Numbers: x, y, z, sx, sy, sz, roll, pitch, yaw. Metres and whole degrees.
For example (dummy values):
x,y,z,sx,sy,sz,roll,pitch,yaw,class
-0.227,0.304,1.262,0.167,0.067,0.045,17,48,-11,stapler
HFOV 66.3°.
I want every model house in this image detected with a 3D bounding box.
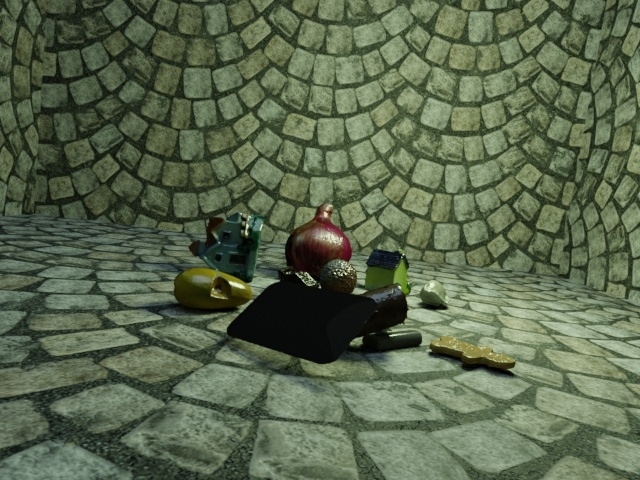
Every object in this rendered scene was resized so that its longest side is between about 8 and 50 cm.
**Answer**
x,y,z,sx,sy,sz,roll,pitch,yaw,class
0.318,0.136,2.287,0.170,0.211,0.194,-2,9,-44,model house
-0.432,0.008,2.196,0.329,0.295,0.252,10,2,-2,model house
-0.073,0.167,2.009,0.152,0.106,0.165,8,10,30,model house

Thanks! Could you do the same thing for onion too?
x,y,z,sx,sy,sz,roll,pitch,yaw,class
0.000,0.000,2.405,0.348,0.385,0.348,10,-10,2,onion

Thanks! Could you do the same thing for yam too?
x,y,z,sx,sy,sz,roll,pitch,yaw,class
0.113,0.216,1.400,0.280,0.131,0.131,-15,13,-17,yam

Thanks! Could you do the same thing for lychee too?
x,y,z,sx,sy,sz,roll,pitch,yaw,class
0.080,0.156,2.033,0.197,0.165,0.165,-18,21,-39,lychee

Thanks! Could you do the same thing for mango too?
x,y,z,sx,sy,sz,roll,pitch,yaw,class
-0.355,0.164,1.623,0.262,0.130,0.167,9,6,-36,mango

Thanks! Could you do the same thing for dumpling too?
x,y,z,sx,sy,sz,roll,pitch,yaw,class
0.492,0.236,2.096,0.127,0.108,0.188,38,6,26,dumpling

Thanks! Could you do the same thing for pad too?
x,y,z,sx,sy,sz,roll,pitch,yaw,class
-0.067,0.241,1.271,0.375,0.063,0.315,7,36,38,pad

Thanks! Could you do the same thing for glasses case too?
x,y,z,sx,sy,sz,roll,pitch,yaw,class
0.218,0.295,1.471,0.190,0.042,0.072,3,-1,-37,glasses case

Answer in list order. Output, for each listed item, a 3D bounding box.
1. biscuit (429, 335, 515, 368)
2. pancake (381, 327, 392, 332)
x,y,z,sx,sy,sz,roll,pitch,yaw,class
0.437,0.329,1.414,0.240,0.035,0.158,12,10,41,biscuit
0.054,0.249,1.639,0.376,0.054,0.197,7,6,10,pancake
